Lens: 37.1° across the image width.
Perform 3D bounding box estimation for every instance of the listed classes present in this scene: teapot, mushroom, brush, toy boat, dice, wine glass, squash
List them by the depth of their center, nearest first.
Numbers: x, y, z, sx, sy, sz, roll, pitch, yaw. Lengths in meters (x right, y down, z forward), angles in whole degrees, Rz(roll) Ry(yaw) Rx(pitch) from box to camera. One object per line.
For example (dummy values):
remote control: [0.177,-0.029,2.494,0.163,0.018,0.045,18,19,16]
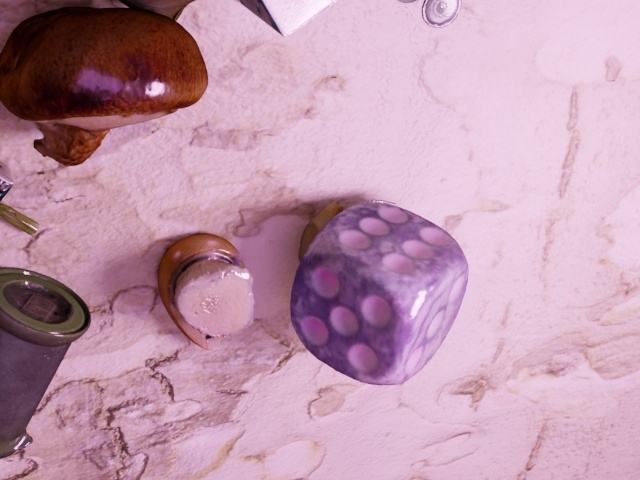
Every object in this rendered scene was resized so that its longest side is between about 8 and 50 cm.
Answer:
mushroom: [-0.340,-0.235,1.500,0.346,0.345,0.259,-7,107,-22]
wine glass: [0.170,-0.448,1.687,0.079,0.195,0.079,-13,127,-17]
squash: [-0.544,-0.039,1.703,0.027,0.027,0.083,-48,128,8]
teapot: [-0.608,0.227,1.750,0.270,0.200,0.337,28,108,-9]
brush: [-0.218,0.129,1.881,0.174,0.166,0.266,-14,127,-18]
dice: [0.119,0.104,1.906,0.270,0.270,0.271,-33,144,-48]
toy boat: [0.000,0.000,1.970,0.066,0.065,0.172,-10,127,-47]

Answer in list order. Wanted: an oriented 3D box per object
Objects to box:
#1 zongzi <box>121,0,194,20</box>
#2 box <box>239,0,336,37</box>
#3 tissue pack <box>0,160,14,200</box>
zongzi: [-0.268,-0.437,1.456,0.228,0.256,0.115,27,72,-32]
box: [-0.114,-0.486,1.520,0.116,0.203,0.274,-36,129,-3]
tissue pack: [-0.611,-0.071,1.610,0.103,0.090,0.170,33,101,-34]
